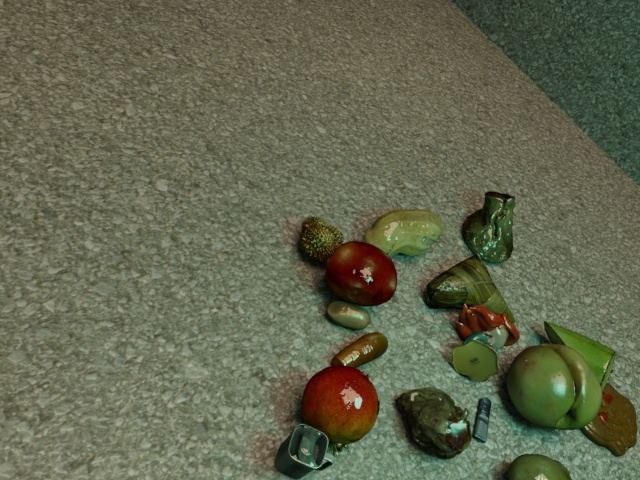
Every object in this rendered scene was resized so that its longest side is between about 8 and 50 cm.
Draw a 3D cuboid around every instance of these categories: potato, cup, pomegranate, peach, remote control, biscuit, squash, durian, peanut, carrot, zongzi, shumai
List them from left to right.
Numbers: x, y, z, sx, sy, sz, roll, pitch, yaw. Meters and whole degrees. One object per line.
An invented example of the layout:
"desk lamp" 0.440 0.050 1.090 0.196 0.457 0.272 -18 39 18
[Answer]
"cup" -0.035 0.542 1.423 0.128 0.129 0.095 26 47 -7
"durian" 0.000 0.000 1.887 0.168 0.137 0.158 40 42 -13
"pomegranate" 0.050 0.450 1.504 0.210 0.210 0.234 17 88 -15
"peanut" 0.090 0.238 1.781 0.152 0.076 0.076 21 47 -15
"carrot" 0.124 0.337 1.707 0.194 0.087 0.087 -18 64 -40
"peach" 0.133 0.110 1.799 0.244 0.199 0.243 23 10 -4
"peanut" 0.301 -0.030 2.053 0.340 0.174 0.158 0 19 -28
"shumai" 0.355 0.504 1.622 0.184 0.185 0.218 -8 58 -33
"zongzi" 0.538 0.221 2.003 0.286 0.134 0.288 -25 76 -33
"remote control" 0.511 0.560 1.773 0.044 0.027 0.152 33 47 -6
"shumai" 0.706 -0.056 2.261 0.222 0.203 0.271 -2 59 -28
"potato" 0.645 0.710 1.631 0.235 0.160 0.177 10 68 -39
"peach" 0.750 0.473 1.830 0.293 0.247 0.292 3 31 -2
"squash" 0.886 0.419 1.991 0.261 0.189 0.189 22 37 33
"biscuit" 1.005 0.610 1.982 0.257 0.049 0.273 39 47 5

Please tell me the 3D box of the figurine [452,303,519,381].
"figurine" 0.549 0.321 1.892 0.209 0.180 0.257 17 33 24
